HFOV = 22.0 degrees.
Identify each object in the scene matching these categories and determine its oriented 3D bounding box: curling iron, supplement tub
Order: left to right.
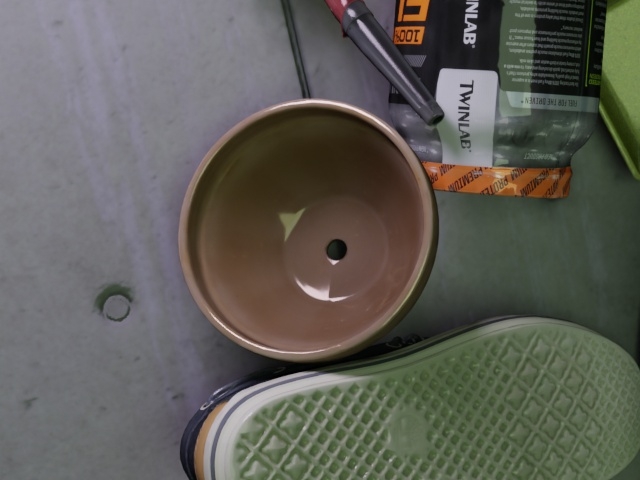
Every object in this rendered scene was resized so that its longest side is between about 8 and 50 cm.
[{"bbox_3d":[0.016,-0.195,1.467,0.068,0.035,0.274,-38,69,-15],"label":"curling iron"},{"bbox_3d":[0.163,-0.201,1.497,0.194,0.193,0.316,2,94,-16],"label":"supplement tub"}]

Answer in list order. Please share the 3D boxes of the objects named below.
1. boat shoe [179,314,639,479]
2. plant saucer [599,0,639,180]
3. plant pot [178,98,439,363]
[{"bbox_3d":[0.095,0.170,1.541,0.500,0.156,0.186,-6,92,-31],"label":"boat shoe"},{"bbox_3d":[0.343,-0.184,1.616,0.188,0.045,0.188,-30,102,-2],"label":"plant saucer"},{"bbox_3d":[0.000,0.000,1.489,0.237,0.110,0.237,-5,75,18],"label":"plant pot"}]
